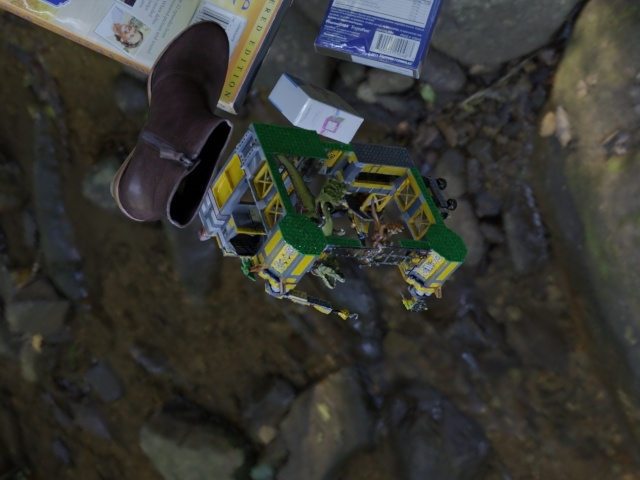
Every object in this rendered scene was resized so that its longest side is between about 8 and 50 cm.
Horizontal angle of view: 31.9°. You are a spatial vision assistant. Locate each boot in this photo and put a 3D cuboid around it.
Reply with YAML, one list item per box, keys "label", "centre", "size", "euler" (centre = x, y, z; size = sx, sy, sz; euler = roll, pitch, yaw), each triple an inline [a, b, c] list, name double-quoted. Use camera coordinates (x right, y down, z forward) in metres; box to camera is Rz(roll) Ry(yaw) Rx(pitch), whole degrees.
- label: "boot"
  centre: [-0.132, -0.129, 1.210]
  size: [0.090, 0.248, 0.207]
  euler: [30, 172, -28]

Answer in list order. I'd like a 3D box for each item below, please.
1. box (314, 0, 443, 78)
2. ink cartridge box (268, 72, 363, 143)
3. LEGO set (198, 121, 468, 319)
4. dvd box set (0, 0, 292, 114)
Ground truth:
- label: "box"
  centre: [0.092, -0.325, 1.410]
  size: [0.136, 0.225, 0.036]
  euler: [16, 169, 12]
- label: "ink cartridge box"
  centre: [-0.006, -0.205, 1.742]
  size: [0.052, 0.122, 0.088]
  euler: [-57, 48, 17]
- label: "LEGO set"
  centre: [0.000, 0.000, 1.410]
  size: [0.192, 0.331, 0.255]
  euler: [-52, 56, 39]
- label: "dvd box set"
  centre: [-0.228, -0.380, 1.390]
  size: [0.420, 0.307, 0.062]
  euler: [24, 176, 4]
